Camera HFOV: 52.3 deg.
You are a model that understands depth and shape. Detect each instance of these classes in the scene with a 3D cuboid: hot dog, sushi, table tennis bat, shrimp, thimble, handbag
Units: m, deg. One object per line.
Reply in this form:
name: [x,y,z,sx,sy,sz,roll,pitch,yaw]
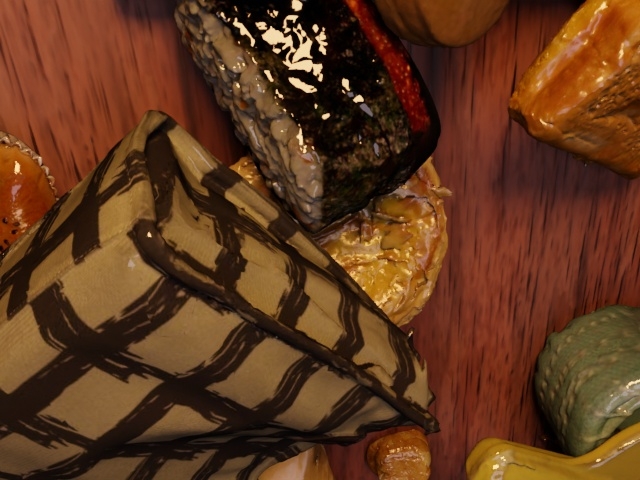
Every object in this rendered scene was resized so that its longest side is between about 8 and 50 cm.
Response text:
hot dog: [-0.295,0.029,0.567,0.144,0.075,0.268,5,116,-18]
sushi: [-0.017,-0.121,0.489,0.126,0.136,0.225,-37,94,-13]
table tennis bat: [0.311,0.265,0.711,0.368,0.054,0.224,14,115,-23]
shrimp: [0.349,0.285,0.907,0.114,0.023,0.083,-1,121,-18]
thimble: [0.378,0.195,0.794,0.198,0.143,0.235,-44,118,14]
handbag: [-0.115,0.111,0.509,0.325,0.163,0.327,-34,128,23]

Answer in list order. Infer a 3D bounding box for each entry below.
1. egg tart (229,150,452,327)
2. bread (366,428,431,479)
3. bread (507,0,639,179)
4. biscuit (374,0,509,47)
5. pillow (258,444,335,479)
egg tart: [0.000,0.000,0.620,0.252,0.098,0.232,-29,114,-2]
bread: [0.103,0.277,0.825,0.083,0.046,0.081,-41,115,11]
bread: [0.256,-0.119,0.562,0.271,0.077,0.139,3,137,-51]
biscuit: [0.195,-0.302,0.423,0.394,0.076,0.368,-10,123,-39]
pillow: [-0.096,0.374,0.783,0.310,0.119,0.312,-23,120,-6]
